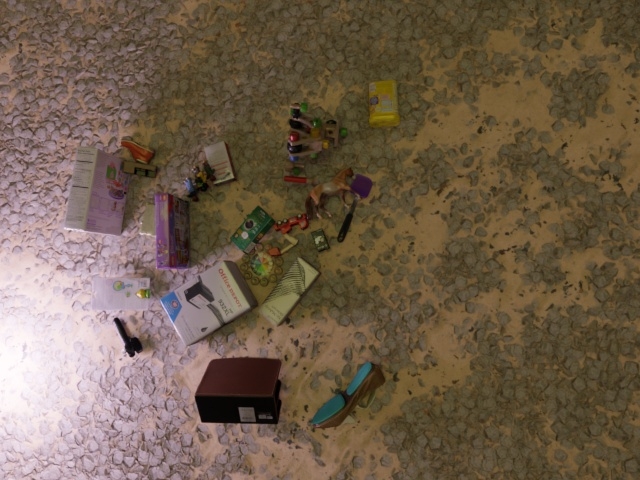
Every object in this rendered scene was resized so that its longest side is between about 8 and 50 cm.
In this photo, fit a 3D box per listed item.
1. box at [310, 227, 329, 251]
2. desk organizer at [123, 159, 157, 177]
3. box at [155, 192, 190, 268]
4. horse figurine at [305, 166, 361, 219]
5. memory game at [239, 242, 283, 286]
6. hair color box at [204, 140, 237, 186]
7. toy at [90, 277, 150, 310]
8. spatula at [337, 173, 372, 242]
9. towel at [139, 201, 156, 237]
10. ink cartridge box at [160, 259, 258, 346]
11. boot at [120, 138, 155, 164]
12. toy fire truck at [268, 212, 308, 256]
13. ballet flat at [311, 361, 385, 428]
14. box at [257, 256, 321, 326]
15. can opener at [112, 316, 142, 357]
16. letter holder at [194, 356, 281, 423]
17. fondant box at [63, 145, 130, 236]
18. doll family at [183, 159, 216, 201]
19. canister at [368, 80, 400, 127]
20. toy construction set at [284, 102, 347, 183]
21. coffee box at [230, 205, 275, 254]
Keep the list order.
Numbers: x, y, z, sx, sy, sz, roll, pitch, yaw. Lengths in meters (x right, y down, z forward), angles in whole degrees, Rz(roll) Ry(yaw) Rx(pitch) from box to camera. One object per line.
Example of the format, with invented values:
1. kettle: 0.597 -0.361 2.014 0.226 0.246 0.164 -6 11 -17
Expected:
1. box: 0.000 0.000 1.747 0.052 0.062 0.083 -21 83 3
2. desk organizer: -0.769 -0.304 1.841 0.130 0.047 0.050 9 90 -16
3. box: -0.595 -0.031 1.745 0.057 0.201 0.293 -3 85 6
4. horse figurine: 0.041 -0.183 1.730 0.263 0.066 0.174 -27 68 1
5. memory game: -0.243 0.100 1.790 0.186 0.012 0.186 -1 85 6
6. hair color box: -0.422 -0.323 1.824 0.093 0.053 0.167 -16 83 5
7. toy: -0.837 0.227 1.824 0.238 0.056 0.136 0 82 1
8. spatula: 0.131 -0.128 1.759 0.084 0.030 0.296 21 88 5
9. towel: -0.712 -0.087 1.849 0.110 0.027 0.148 12 86 6
10. ink cartridge box: -0.445 0.250 1.741 0.308 0.129 0.223 -32 82 3
11. boot: -0.806 -0.386 1.870 0.158 0.059 0.084 23 93 6
12. toy fire truck: -0.131 -0.021 1.764 0.192 0.047 0.135 -19 80 2
13. ballet flat: 0.123 0.628 1.673 0.342 0.116 0.124 -46 102 -3
14. box: -0.123 0.204 1.727 0.113 0.094 0.275 37 89 8
15. can opener: -0.825 0.408 1.815 0.186 0.073 0.059 52 131 10
16. letter holder: -0.307 0.587 1.704 0.302 0.214 0.151 -1 117 5
17. fondant box: -0.908 -0.191 1.772 0.096 0.238 0.330 8 86 8
18. doll family: -0.505 -0.242 1.803 0.193 0.076 0.111 -41 74 45
19. canister: 0.258 -0.558 1.759 0.126 0.073 0.169 -2 84 6
20. toy construction set: -0.014 -0.379 1.720 0.238 0.257 0.308 6 107 -6
21. coffee box: -0.277 -0.043 1.769 0.184 0.040 0.113 -50 52 0
